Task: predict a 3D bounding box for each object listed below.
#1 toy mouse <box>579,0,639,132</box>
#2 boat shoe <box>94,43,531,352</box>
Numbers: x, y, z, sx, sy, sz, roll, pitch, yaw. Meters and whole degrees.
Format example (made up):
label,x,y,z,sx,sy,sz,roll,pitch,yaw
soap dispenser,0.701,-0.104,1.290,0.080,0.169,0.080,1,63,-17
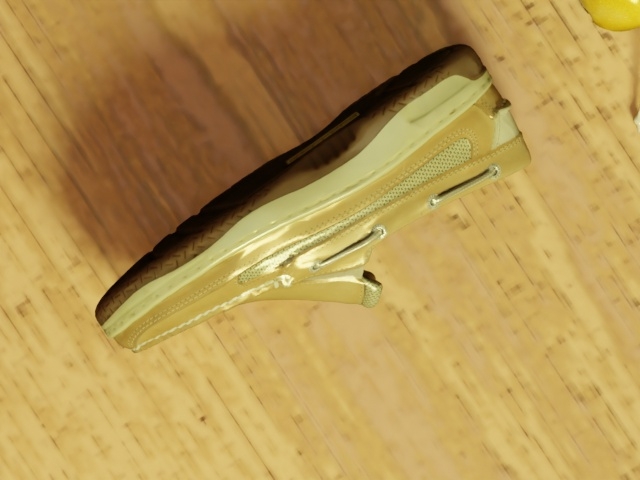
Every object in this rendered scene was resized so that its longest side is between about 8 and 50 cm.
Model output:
label,x,y,z,sx,sy,sz,roll,pitch,yaw
toy mouse,0.160,-0.145,0.696,0.143,0.031,0.161,-25,92,7
boat shoe,0.000,0.000,0.708,0.190,0.068,0.072,-33,102,7
